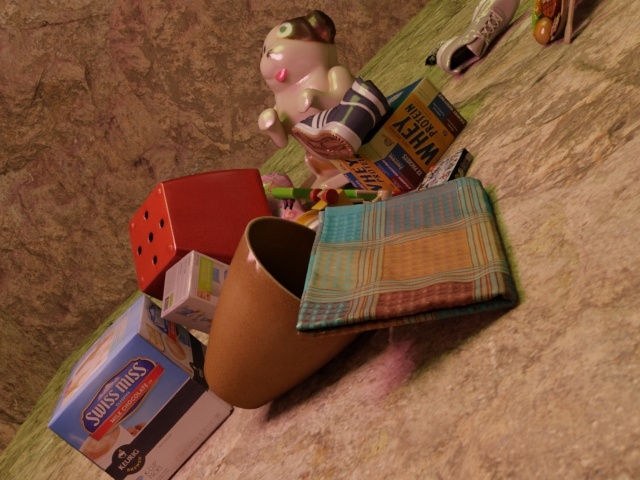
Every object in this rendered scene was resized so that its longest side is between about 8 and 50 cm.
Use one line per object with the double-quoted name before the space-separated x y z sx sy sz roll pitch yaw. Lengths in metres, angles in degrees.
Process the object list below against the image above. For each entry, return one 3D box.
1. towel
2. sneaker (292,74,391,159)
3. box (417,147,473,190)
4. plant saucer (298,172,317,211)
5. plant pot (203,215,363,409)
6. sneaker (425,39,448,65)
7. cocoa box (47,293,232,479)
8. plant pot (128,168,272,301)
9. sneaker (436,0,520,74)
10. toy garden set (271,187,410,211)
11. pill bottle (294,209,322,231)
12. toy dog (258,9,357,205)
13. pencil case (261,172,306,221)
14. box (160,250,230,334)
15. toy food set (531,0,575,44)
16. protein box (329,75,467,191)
"towel" 0.112 0.010 0.994 0.272 0.040 0.370 -12 23 11
"sneaker" 0.045 -0.255 1.478 0.153 0.099 0.282 -53 22 -6
"box" 0.213 -0.100 1.279 0.094 0.027 0.137 -31 20 48
"plant saucer" 0.013 -0.175 2.050 0.278 0.041 0.278 -42 14 13
"plant pot" -0.069 0.134 1.103 0.254 0.237 0.237 -57 9 23
"sneaker" 0.355 -0.566 2.182 0.069 0.038 0.098 -58 9 -35
"cocoa box" -0.344 0.285 1.386 0.231 0.228 0.347 -47 14 -3
"plant pot" -0.273 0.003 1.581 0.267 0.236 0.267 -42 55 40
"sneaker" 0.408 -0.516 1.795 0.262 0.099 0.121 -48 19 24
"toy garden set" 0.055 -0.073 1.368 0.204 0.244 0.049 -170 81 -65
"pill bottle" 0.000 0.000 1.429 0.117 0.117 0.208 -46 14 -3
"toy dog" 0.016 -0.364 1.771 0.285 0.408 0.395 -18 23 49
"pencil case" -0.088 -0.058 1.686 0.124 0.124 0.284 -44 35 8
"box" -0.207 0.122 1.452 0.103 0.203 0.114 -35 42 36
"toy food set" 0.457 -0.459 1.425 0.039 0.132 0.192 0 19 -1
"protein box" 0.161 -0.210 1.516 0.201 0.136 0.200 -51 15 -19
